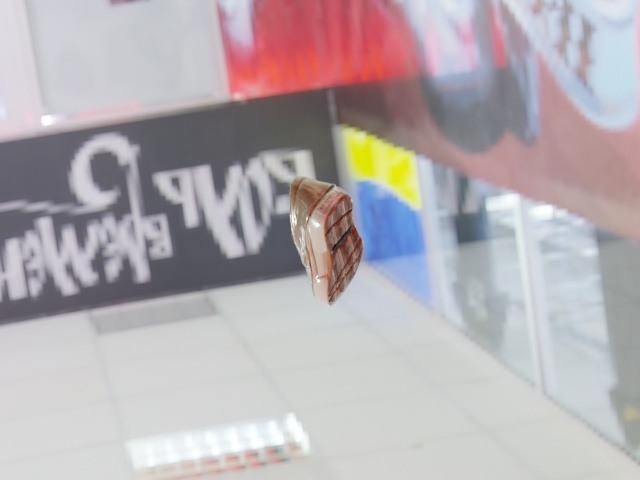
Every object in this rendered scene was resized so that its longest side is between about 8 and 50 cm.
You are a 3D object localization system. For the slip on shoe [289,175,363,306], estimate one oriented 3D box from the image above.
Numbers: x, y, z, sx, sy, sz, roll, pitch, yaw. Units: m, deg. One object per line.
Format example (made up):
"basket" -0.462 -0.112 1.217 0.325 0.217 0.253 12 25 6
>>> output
"slip on shoe" 0.000 0.000 1.259 0.041 0.135 0.051 30 -112 22
